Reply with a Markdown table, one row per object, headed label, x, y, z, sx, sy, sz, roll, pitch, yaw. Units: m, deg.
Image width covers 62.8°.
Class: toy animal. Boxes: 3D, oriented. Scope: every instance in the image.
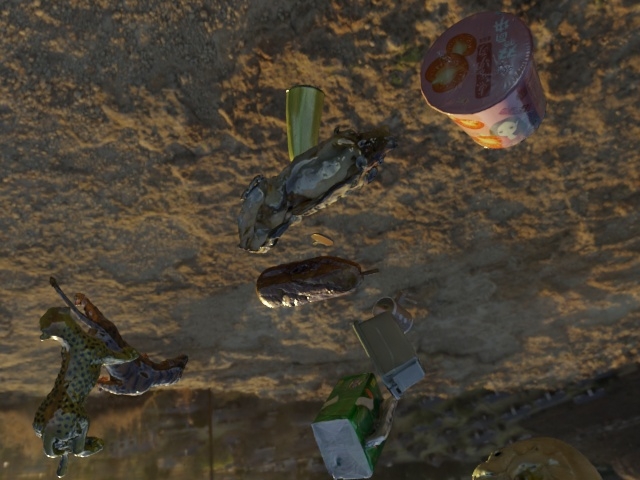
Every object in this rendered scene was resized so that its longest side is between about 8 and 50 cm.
| label | x | y | z | sx | sy | sz | roll | pitch | yaw |
| --- | --- | --- | --- | --- | --- | --- | --- | --- | --- |
| toy animal | -0.344 | 0.161 | 0.835 | 0.116 | 0.114 | 0.255 | -18 | 120 | 40 |
| toy animal | -0.298 | 0.182 | 0.618 | 0.073 | 0.181 | 0.136 | 8 | 157 | 11 |

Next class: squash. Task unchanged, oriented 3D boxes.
| label | x | y | z | sx | sy | sz | roll | pitch | yaw |
| --- | --- | --- | --- | --- | --- | --- | --- | --- | --- |
| squash | -0.037 | -0.242 | 1.233 | 0.095 | 0.224 | 0.094 | 1 | 176 | 0 |

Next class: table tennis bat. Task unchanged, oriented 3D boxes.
| label | x | y | z | sx | sy | sz | roll | pitch | yaw |
| --- | --- | --- | --- | --- | --- | --- | --- | --- | --- |
| table tennis bat | 0.000 | 0.000 | 1.132 | 0.050 | 0.007 | 0.083 | 26 | 163 | -14 |

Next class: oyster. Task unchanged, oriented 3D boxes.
| label | x | y | z | sx | sy | sz | roll | pitch | yaw |
| --- | --- | --- | --- | --- | --- | --- | --- | --- | --- |
| oyster | -0.016 | -0.067 | 0.738 | 0.079 | 0.128 | 0.345 | 28 | 145 | -32 |

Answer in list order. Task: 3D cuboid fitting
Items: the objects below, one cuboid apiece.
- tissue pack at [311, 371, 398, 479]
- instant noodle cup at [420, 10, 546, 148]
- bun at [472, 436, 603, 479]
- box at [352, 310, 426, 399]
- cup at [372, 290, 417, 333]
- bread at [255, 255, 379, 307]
| label | x | y | z | sx | sy | sz | roll | pitch | yaw |
| --- | --- | --- | --- | --- | --- | --- | --- | --- | --- |
| tissue pack | 0.102 | 0.417 | 1.206 | 0.156 | 0.147 | 0.209 | -15 | -172 | 23 |
| instant noodle cup | 0.379 | -0.341 | 1.176 | 0.243 | 0.242 | 0.231 | -30 | 149 | 24 |
| bun | 0.383 | 0.457 | 0.938 | 0.239 | 0.239 | 0.141 | -27 | 115 | 20 |
| box | 0.154 | 0.241 | 1.138 | 0.093 | 0.172 | 0.124 | -30 | 139 | 1 |
| cup | 0.204 | 0.194 | 1.431 | 0.074 | 0.102 | 0.099 | 0 | 148 | 48 |
| bread | -0.015 | 0.105 | 1.301 | 0.344 | 0.083 | 0.124 | -12 | 136 | 29 |
